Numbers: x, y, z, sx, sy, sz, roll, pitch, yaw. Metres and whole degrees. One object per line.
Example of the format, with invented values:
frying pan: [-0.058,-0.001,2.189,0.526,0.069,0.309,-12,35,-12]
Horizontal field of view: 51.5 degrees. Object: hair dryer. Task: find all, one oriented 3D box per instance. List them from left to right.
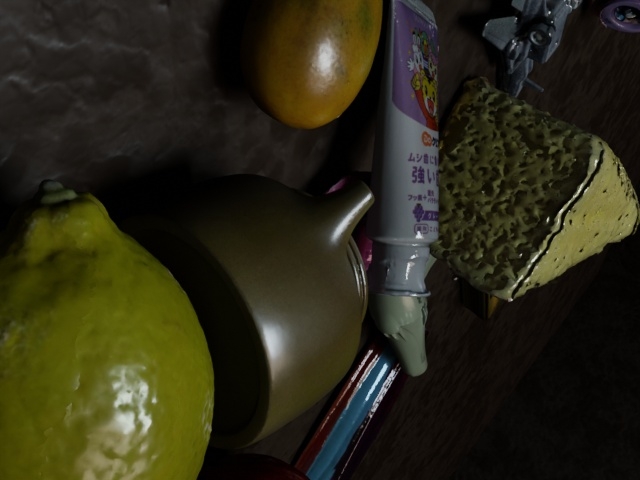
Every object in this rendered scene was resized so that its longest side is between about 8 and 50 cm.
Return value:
hair dryer: [0.144,0.094,0.994,0.225,0.088,0.219,-36,130,-49]

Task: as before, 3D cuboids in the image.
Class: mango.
mango: [0.000,-0.163,0.495,0.163,0.089,0.111,-64,153,-9]

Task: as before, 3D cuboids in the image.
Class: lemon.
lemon: [-0.153,0.089,0.387,0.184,0.184,0.249,-4,112,-58]

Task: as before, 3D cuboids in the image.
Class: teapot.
teapot: [-0.050,0.045,0.520,0.175,0.186,0.268,-24,164,-44]

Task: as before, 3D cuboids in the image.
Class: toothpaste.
toothpaste: [0.087,-0.096,0.662,0.114,0.073,0.300,1,93,-58]

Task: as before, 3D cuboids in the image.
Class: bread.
bread: [0.268,-0.034,0.910,0.279,0.248,0.315,-52,140,-3]

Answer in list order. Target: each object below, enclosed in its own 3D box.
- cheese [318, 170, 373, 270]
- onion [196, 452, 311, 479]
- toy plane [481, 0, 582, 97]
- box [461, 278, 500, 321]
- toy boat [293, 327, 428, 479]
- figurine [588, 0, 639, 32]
cheese: [0.000,0.000,0.689,0.244,0.062,0.155,-16,129,-51]
onion: [-0.086,0.372,0.716,0.276,0.276,0.276,-40,148,-32]
toy plane: [0.272,-0.257,0.859,0.212,0.088,0.267,-50,152,-17]
box: [0.339,0.040,1.297,0.159,0.071,0.240,-49,151,-14]
toy boat: [0.049,0.291,1.064,0.392,0.079,0.136,-58,153,-7]
figurine: [0.496,-0.415,1.082,0.114,0.126,0.157,-41,-144,50]
